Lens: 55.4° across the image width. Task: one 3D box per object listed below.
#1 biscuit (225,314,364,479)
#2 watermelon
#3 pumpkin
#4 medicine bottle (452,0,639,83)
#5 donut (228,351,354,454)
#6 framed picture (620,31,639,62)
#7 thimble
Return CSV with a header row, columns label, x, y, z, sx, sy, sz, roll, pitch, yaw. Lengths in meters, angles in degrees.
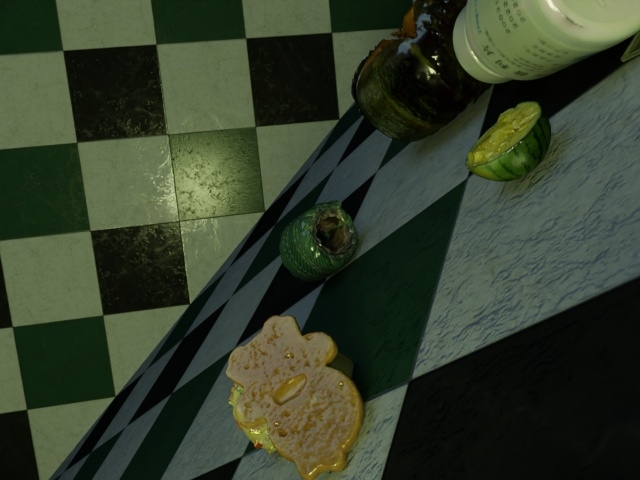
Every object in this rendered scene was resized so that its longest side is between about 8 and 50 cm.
label,x,y,z,sx,sy,sz,roll,pitch,yaw
biscuit,-0.024,0.159,0.654,0.184,0.027,0.133,29,70,33
watermelon,0.220,-0.105,0.698,0.105,0.062,0.105,-40,17,15
pumpkin,0.205,-0.327,1.106,0.320,0.192,0.320,-50,12,15
medicine bottle,0.281,-0.299,0.780,0.170,0.170,0.293,-52,8,-2
donut,-0.044,0.186,0.726,0.166,0.108,0.065,-41,39,18
framed picture,0.426,-0.296,0.632,0.231,0.010,0.173,-55,12,-18
thimble,0.000,0.002,1.061,0.090,0.118,0.135,-32,6,44
